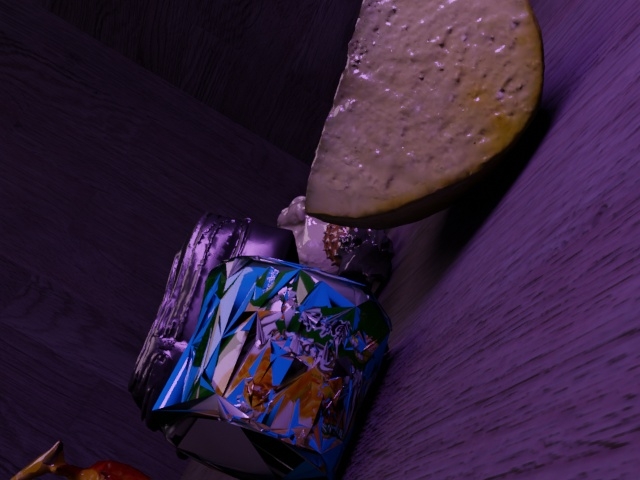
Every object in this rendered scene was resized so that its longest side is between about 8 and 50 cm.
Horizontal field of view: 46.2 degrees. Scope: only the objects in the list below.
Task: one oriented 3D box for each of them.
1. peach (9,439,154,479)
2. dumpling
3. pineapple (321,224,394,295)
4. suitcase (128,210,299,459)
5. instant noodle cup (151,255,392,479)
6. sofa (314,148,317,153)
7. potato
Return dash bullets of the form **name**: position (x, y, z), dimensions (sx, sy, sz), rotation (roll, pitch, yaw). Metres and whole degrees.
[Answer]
- **peach**: position (-0.324, 0.489, 0.964), dimensions (0.406, 0.310, 0.335), rotation (-45, 22, -1)
- **dumpling**: position (0.000, 0.000, 1.479), dimensions (0.147, 0.193, 0.258), rotation (-57, -2, -43)
- **pineapple**: position (0.063, 0.021, 1.208), dimensions (0.237, 0.111, 0.119), rotation (-109, 20, -78)
- **suitcase**: position (-0.128, 0.151, 1.117), dimensions (0.345, 0.188, 0.339), rotation (84, -159, -64)
- **instant noodle cup**: position (-0.049, 0.153, 0.810), dimensions (0.240, 0.240, 0.178), rotation (126, 166, -56)
- **sofa**: position (0.132, -0.211, 1.326), dimensions (0.258, 0.200, 0.182), rotation (-59, 1, -8)
- **potato**: position (0.147, -0.150, 0.888), dimensions (0.280, 0.212, 0.330), rotation (-8, -62, -74)
